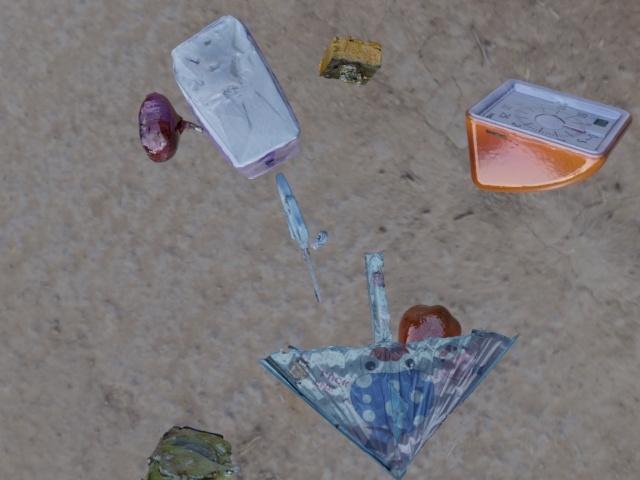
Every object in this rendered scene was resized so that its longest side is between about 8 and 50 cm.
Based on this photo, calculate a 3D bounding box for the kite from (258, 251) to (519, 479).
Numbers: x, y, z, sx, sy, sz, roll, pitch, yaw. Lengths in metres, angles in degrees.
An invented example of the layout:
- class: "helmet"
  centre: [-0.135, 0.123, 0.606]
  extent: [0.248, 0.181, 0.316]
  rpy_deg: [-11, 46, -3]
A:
- class: "kite"
  centre: [0.106, 0.198, 1.184]
  extent: [0.406, 0.014, 0.368]
  rpy_deg: [-6, 96, 6]

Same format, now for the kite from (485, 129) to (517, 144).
- class: "kite"
  centre: [0.298, -0.172, 1.262]
  extent: [0.044, 0.078, 0.002]
  rpy_deg: [22, 94, 33]

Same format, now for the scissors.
- class: "scissors"
  centre: [-0.041, 0.016, 1.705]
  extent: [0.030, 0.360, 0.191]
  rpy_deg: [-20, 40, -8]

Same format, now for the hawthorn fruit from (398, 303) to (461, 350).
- class: "hawthorn fruit"
  centre: [0.223, 0.205, 1.592]
  extent: [0.133, 0.132, 0.138]
  rpy_deg: [23, 60, 17]

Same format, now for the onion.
- class: "onion"
  centre: [-0.316, -0.241, 1.624]
  extent: [0.140, 0.150, 0.150]
  rpy_deg: [-2, 88, -5]

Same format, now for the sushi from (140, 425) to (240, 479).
- class: "sushi"
  centre: [-0.199, 0.368, 1.173]
  extent: [0.139, 0.291, 0.131]
  rpy_deg: [14, 88, -1]

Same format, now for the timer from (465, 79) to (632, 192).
- class: "timer"
  centre: [0.429, -0.192, 1.417]
  extent: [0.250, 0.257, 0.161]
  rpy_deg: [8, 119, 31]

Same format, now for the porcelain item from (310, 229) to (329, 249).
- class: "porcelain item"
  centre: [0.000, 0.000, 1.779]
  extent: [0.028, 0.083, 0.036]
  rpy_deg: [17, 72, -10]

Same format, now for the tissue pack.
- class: "tissue pack"
  centre: [-0.149, -0.252, 1.430]
  extent: [0.160, 0.338, 0.242]
  rpy_deg: [-31, 91, 0]

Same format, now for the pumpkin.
- class: "pumpkin"
  centre: [0.040, -0.243, 1.050]
  extent: [0.074, 0.083, 0.053]
  rpy_deg: [4, 82, -13]
